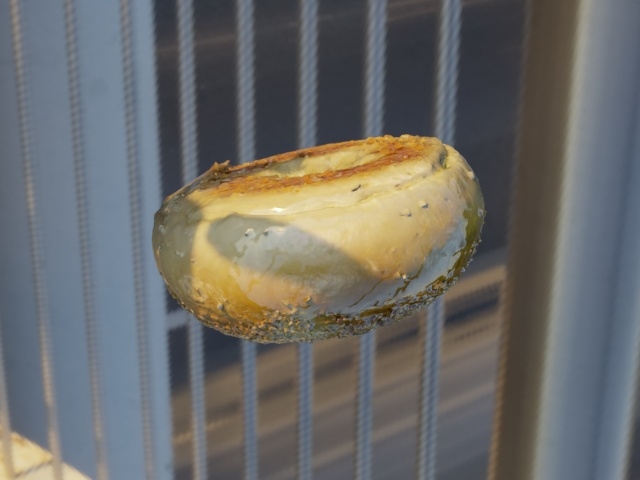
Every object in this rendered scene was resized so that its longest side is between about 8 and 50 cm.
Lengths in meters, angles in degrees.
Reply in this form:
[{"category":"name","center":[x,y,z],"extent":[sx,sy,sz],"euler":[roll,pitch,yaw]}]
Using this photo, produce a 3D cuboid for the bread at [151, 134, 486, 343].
[{"category":"bread","center":[0.000,0.000,1.259],"extent":[0.305,0.305,0.159],"euler":[-21,110,-32]}]
